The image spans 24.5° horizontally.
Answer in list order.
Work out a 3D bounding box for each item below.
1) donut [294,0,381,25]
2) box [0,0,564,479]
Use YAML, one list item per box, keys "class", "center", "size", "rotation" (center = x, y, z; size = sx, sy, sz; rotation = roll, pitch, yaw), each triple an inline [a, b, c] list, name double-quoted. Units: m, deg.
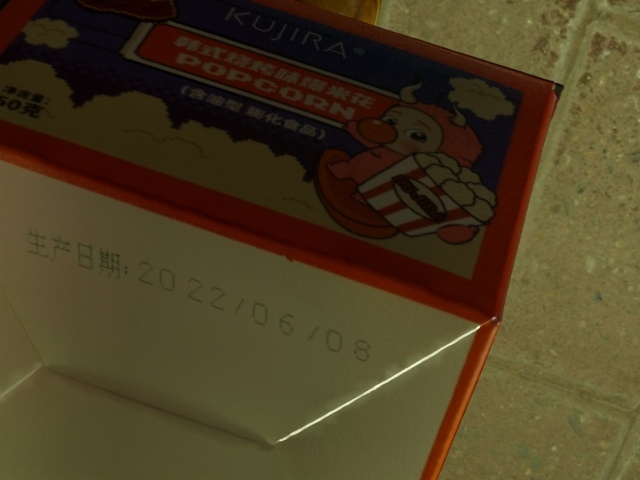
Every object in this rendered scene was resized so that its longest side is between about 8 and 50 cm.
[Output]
- class: "donut"
  center: [-0.074, -0.112, 1.310]
  size: [0.449, 0.198, 0.449]
  rotation: [18, 90, -90]
- class: "box"
  center: [-0.064, 0.027, 0.972]
  size: [0.257, 0.349, 0.318]
  rotation: [-67, 173, -51]
